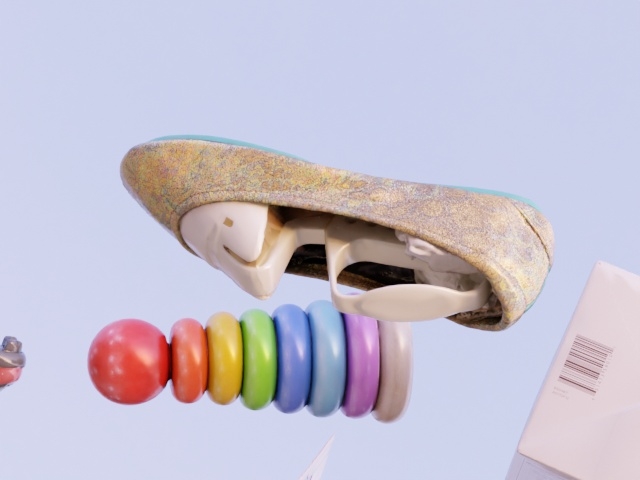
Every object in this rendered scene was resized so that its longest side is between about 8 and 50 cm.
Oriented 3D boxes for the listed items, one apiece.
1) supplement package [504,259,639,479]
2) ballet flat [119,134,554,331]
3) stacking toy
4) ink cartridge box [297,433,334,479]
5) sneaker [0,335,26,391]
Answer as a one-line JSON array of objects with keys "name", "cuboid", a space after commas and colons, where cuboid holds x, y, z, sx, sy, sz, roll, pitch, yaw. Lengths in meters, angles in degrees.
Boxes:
[{"name": "supplement package", "cuboid": [0.305, 0.175, 1.731, 0.198, 0.199, 0.263, 23, -14, 9]}, {"name": "ballet flat", "cuboid": [0.000, 0.000, 1.366, 0.348, 0.123, 0.123, 10, -40, 11]}, {"name": "stacking toy", "cuboid": [-0.076, 0.121, 1.871, 0.330, 0.141, 0.141, 0, -36, -8]}, {"name": "ink cartridge box", "cuboid": [-0.122, 0.453, 2.468, 0.091, 0.308, 0.385, 26, -75, 8]}, {"name": "sneaker", "cuboid": [-0.415, 0.172, 1.842, 0.276, 0.135, 0.097, -14, -13, 22]}]
